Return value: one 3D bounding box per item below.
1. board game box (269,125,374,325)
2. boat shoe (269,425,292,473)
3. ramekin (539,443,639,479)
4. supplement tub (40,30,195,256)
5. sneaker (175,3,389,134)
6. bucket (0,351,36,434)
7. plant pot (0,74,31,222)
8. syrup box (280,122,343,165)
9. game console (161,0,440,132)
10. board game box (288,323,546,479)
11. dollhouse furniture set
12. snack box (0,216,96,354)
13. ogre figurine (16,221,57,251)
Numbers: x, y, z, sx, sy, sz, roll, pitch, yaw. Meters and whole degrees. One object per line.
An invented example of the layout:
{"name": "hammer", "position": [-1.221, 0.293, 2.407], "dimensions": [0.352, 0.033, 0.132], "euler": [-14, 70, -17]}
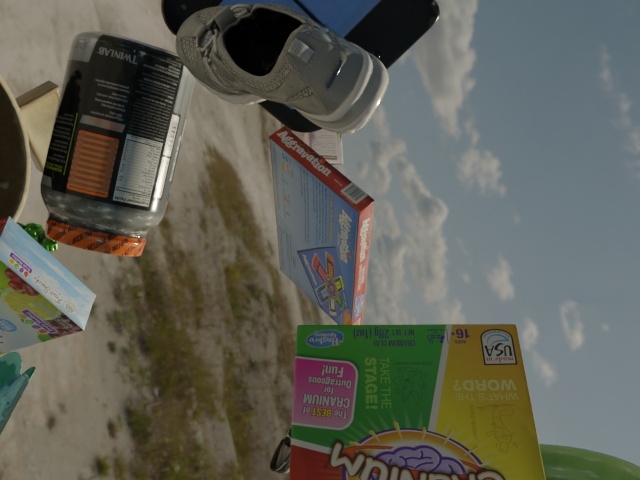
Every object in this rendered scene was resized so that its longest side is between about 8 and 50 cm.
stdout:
{"name": "board game box", "position": [0.000, 0.000, 0.899], "dimensions": [0.145, 0.027, 0.281], "euler": [43, -24, 24]}
{"name": "boat shoe", "position": [-0.061, 0.405, 1.453], "dimensions": [0.038, 0.125, 0.046], "euler": [23, 10, -46]}
{"name": "ramekin", "position": [0.264, 0.369, 0.906], "dimensions": [0.303, 0.303, 0.148], "euler": [-139, -134, -88]}
{"name": "supplement tub", "position": [-0.318, -0.145, 1.138], "dimensions": [0.193, 0.193, 0.316], "euler": [-118, -137, -85]}
{"name": "sneaker", "position": [-0.061, -0.188, 0.679], "dimensions": [0.281, 0.105, 0.115], "euler": [25, -4, 45]}
{"name": "bucket", "position": [-0.426, 0.156, 0.661], "dimensions": [0.281, 0.281, 0.183], "euler": [80, 29, -79]}
{"name": "plant pot", "position": [-0.675, -0.128, 1.102], "dimensions": [0.334, 0.305, 0.334], "euler": [-6, 90, -73]}
{"name": "syrup box", "position": [-0.022, -0.271, 1.544], "dimensions": [0.093, 0.096, 0.237], "euler": [-4, -89, 49]}
{"name": "game console", "position": [-0.031, -0.385, 1.223], "dimensions": [0.386, 0.342, 0.060], "euler": [36, 26, -36]}
{"name": "board game box", "position": [0.090, 0.227, 0.705], "dimensions": [0.064, 0.242, 0.317], "euler": [86, 3, -48]}
{"name": "dollhouse furniture set", "position": [-0.691, -0.312, 1.685], "dimensions": [0.355, 0.303, 0.174], "euler": [30, -35, 36]}
{"name": "snack box", "position": [-0.443, 0.073, 0.986], "dimensions": [0.174, 0.207, 0.070], "euler": [53, 31, -38]}
{"name": "ogre figurine", "position": [-0.688, -0.007, 1.611], "dimensions": [0.118, 0.196, 0.097], "euler": [-133, -153, -62]}
